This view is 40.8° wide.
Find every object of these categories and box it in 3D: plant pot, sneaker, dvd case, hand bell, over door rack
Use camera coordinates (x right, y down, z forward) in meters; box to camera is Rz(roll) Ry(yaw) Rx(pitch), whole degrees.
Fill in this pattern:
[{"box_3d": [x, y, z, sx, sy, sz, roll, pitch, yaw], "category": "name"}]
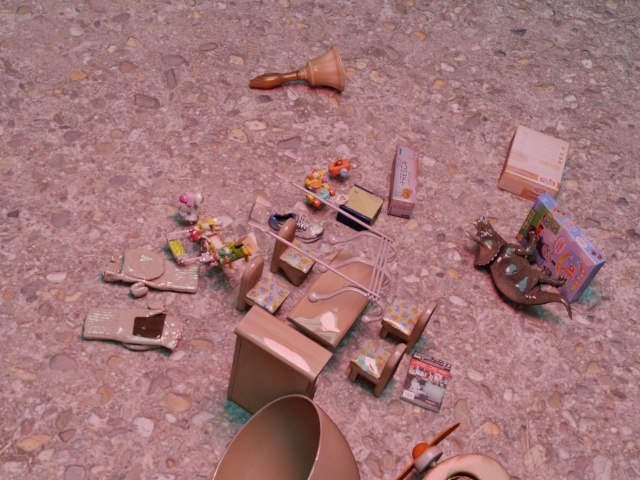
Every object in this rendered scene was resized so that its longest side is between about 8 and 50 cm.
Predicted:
[{"box_3d": [-0.036, 0.442, 1.502, 0.191, 0.284, 0.284, 40, 46, -25], "category": "plant pot"}, {"box_3d": [-0.056, -0.034, 1.969, 0.135, 0.058, 0.052, 8, 52, -7], "category": "sneaker"}, {"box_3d": [0.222, 0.294, 1.803, 0.087, 0.013, 0.119, 19, 50, 3], "category": "dvd case"}, {"box_3d": [-0.066, -0.432, 2.267, 0.242, 0.126, 0.126, -12, 55, -5], "category": "hand bell"}, {"box_3d": [0.000, 0.000, 1.673, 0.324, 0.108, 0.239, 40, 29, -12], "category": "over door rack"}]

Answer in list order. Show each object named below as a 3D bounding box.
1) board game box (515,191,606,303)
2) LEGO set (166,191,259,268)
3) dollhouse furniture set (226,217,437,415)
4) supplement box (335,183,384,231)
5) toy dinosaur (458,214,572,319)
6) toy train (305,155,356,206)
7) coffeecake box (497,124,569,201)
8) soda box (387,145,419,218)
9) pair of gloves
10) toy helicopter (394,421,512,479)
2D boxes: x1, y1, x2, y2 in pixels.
[{"box_3d": [0.552, 0.018, 1.993, 0.039, 0.160, 0.211, -21, 59, -24], "category": "board game box"}, {"box_3d": [-0.244, 0.006, 1.830, 0.107, 0.132, 0.287, -11, 30, -31], "category": "LEGO set"}, {"box_3d": [-0.003, 0.152, 1.711, 0.362, 0.256, 0.394, 31, 53, 12], "category": "dollhouse furniture set"}, {"box_3d": [0.094, -0.074, 2.033, 0.083, 0.056, 0.083, 27, 53, 10], "category": "supplement box"}, {"box_3d": [0.456, 0.080, 1.975, 0.160, 0.121, 0.314, -23, 64, -13], "category": "toy dinosaur"}, {"box_3d": [0.020, -0.148, 2.044, 0.125, 0.046, 0.166, -10, 39, 12], "category": "toy train"}, {"box_3d": [0.549, -0.194, 2.215, 0.142, 0.068, 0.185, 21, 51, 5], "category": "coffeecake box"}, {"box_3d": [0.203, -0.144, 2.106, 0.058, 0.063, 0.183, 12, 51, -2], "category": "soda box"}, {"box_3d": [-0.369, 0.117, 1.797, 0.204, 0.042, 0.240, 13, 50, -2], "category": "pair of gloves"}, {"box_3d": [0.181, 0.479, 1.583, 0.355, 0.140, 0.235, -12, 62, -5], "category": "toy helicopter"}]
